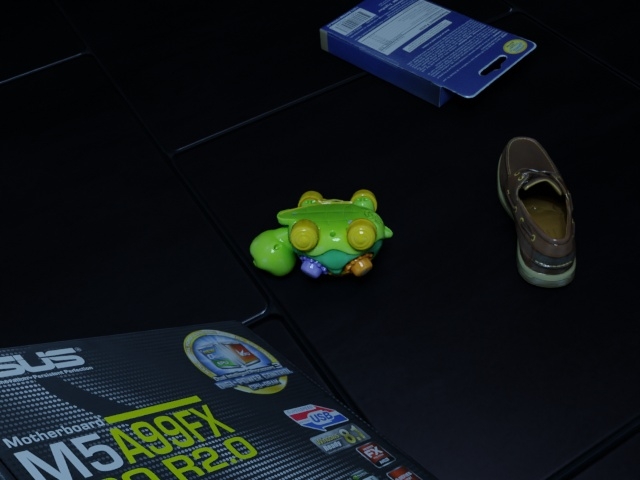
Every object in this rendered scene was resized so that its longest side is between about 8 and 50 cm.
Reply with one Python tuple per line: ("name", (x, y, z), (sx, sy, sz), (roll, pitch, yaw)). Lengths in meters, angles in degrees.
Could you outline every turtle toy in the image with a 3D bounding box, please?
("turtle toy", (0.000, 0.000, 0.672), (0.130, 0.066, 0.095), (-2, 24, 6))

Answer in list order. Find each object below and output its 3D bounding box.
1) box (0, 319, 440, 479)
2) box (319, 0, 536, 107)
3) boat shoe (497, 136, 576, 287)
("box", (-0.074, 0.138, 0.451), (0.216, 0.060, 0.270), (34, 18, 30))
("box", (0.126, -0.232, 0.893), (0.225, 0.036, 0.136), (34, 59, 31))
("boat shoe", (0.206, -0.041, 0.696), (0.064, 0.060, 0.178), (-2, 48, 3))
